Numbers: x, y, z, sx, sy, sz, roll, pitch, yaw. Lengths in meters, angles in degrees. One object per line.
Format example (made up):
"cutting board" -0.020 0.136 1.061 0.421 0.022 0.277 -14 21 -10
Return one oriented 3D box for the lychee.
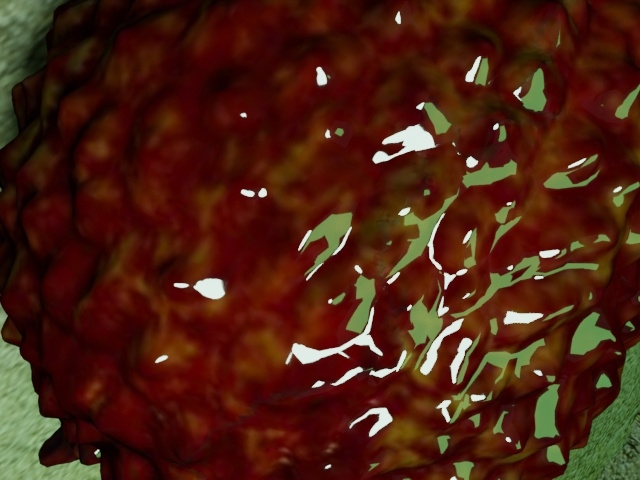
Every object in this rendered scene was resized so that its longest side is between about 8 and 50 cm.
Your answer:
"lychee" 0.000 0.000 0.769 0.500 0.425 0.424 -43 160 27
